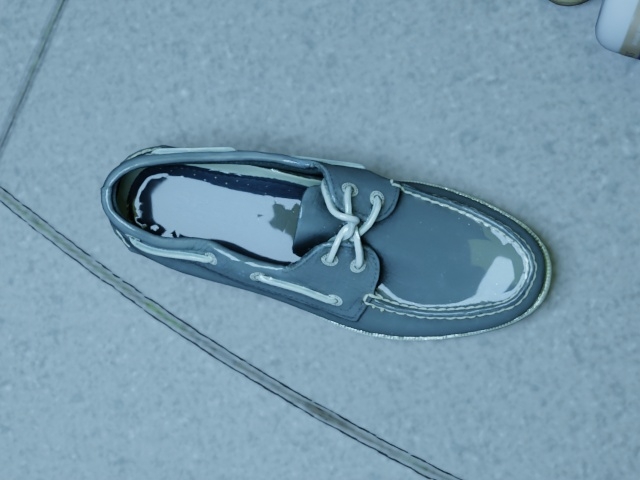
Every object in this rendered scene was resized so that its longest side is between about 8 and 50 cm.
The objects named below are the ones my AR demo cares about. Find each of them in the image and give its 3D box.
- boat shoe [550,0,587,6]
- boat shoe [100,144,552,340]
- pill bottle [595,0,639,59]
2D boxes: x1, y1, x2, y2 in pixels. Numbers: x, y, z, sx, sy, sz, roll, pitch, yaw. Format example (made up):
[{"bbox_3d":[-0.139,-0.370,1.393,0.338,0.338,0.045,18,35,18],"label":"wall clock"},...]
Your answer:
[{"bbox_3d":[0.149,-0.248,0.820,0.064,0.060,0.178,-24,89,7],"label":"boat shoe"},{"bbox_3d":[0.000,0.000,0.826,0.320,0.099,0.116,13,89,8],"label":"boat shoe"},{"bbox_3d":[0.322,-0.161,0.760,0.265,0.153,0.153,18,90,8],"label":"pill bottle"}]
